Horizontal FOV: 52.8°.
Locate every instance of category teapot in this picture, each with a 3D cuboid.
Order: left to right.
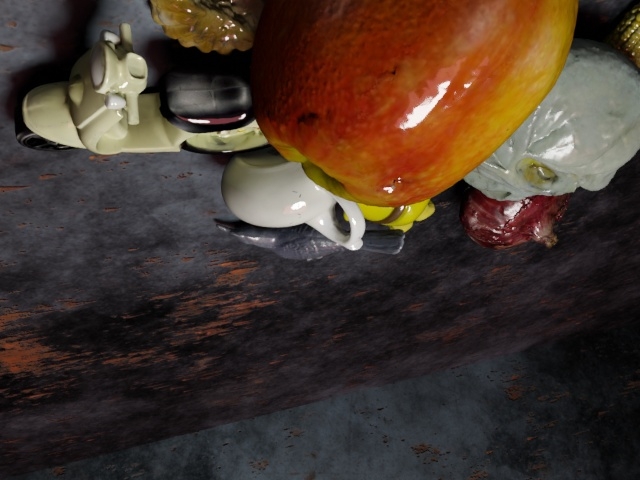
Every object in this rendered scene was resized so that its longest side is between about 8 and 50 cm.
[{"bbox_3d":[-0.045,-0.084,1.040,0.208,0.300,0.165,-23,134,-33],"label":"teapot"}]

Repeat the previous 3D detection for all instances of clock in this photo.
[{"bbox_3d":[-0.203,-0.183,0.862,0.379,0.120,0.276,-7,173,-25],"label":"clock"}]

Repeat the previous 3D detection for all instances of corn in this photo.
[{"bbox_3d":[0.509,-0.305,1.156,0.087,0.086,0.288,-2,149,-29],"label":"corn"}]

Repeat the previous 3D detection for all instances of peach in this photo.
[{"bbox_3d":[0.095,-0.214,0.667,0.290,0.372,0.372,34,138,-1],"label":"peach"}]

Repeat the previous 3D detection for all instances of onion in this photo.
[{"bbox_3d":[0.424,-0.068,1.380,0.252,0.219,0.252,-23,153,-12],"label":"onion"}]

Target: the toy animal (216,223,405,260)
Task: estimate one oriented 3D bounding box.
[{"bbox_3d":[-0.012,0.003,1.330,0.367,0.081,0.206,5,174,8],"label":"toy animal"}]

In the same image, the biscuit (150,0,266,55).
[{"bbox_3d":[-0.142,-0.285,0.821,0.118,0.061,0.183,-36,148,31],"label":"biscuit"}]

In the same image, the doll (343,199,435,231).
[{"bbox_3d":[0.113,-0.110,1.199,0.199,0.145,0.363,-37,145,8],"label":"doll"}]

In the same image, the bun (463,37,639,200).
[{"bbox_3d":[0.390,-0.185,1.103,0.355,0.194,0.354,2,149,1],"label":"bun"}]
